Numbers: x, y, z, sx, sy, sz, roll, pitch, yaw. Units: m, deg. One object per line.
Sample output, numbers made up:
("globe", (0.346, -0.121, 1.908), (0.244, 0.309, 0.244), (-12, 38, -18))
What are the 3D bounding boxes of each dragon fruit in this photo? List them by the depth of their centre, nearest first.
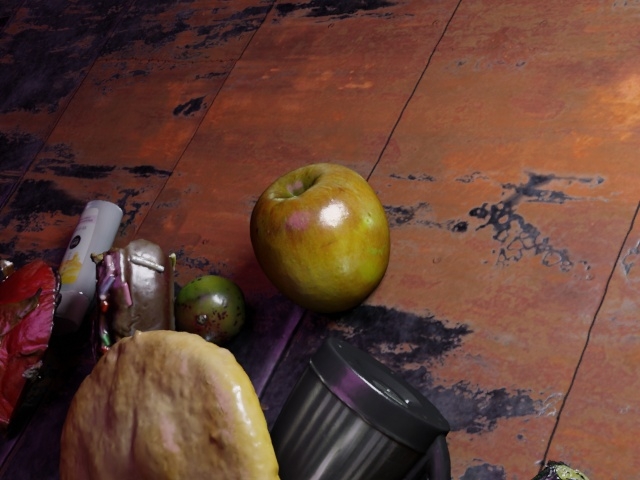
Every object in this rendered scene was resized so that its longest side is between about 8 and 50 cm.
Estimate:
("dragon fruit", (-0.572, 0.151, 2.103), (0.282, 0.100, 0.343), (-54, 33, 19))

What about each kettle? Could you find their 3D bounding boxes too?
("kettle", (0.030, 0.306, 1.515), (0.271, 0.251, 0.207), (-53, 7, 5))

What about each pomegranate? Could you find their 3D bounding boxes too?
("pomegranate", (-0.179, 0.119, 1.875), (0.130, 0.130, 0.130), (-21, 45, 23))

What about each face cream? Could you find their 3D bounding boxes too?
("face cream", (-0.455, 0.052, 2.177), (0.107, 0.073, 0.269), (-19, 46, 44))

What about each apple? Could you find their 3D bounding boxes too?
("apple", (0.000, 0.000, 1.782), (0.237, 0.207, 0.237), (-20, 28, 11))

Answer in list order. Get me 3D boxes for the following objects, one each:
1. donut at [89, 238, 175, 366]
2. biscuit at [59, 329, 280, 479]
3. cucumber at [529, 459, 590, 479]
("donut", (-0.307, 0.134, 1.854), (0.345, 0.136, 0.259), (163, 104, -77))
("biscuit", (-0.217, 0.341, 1.541), (0.429, 0.104, 0.446), (-16, 76, 42))
("cucumber", (0.221, 0.356, 1.382), (0.245, 0.067, 0.067), (-40, 41, 2))
